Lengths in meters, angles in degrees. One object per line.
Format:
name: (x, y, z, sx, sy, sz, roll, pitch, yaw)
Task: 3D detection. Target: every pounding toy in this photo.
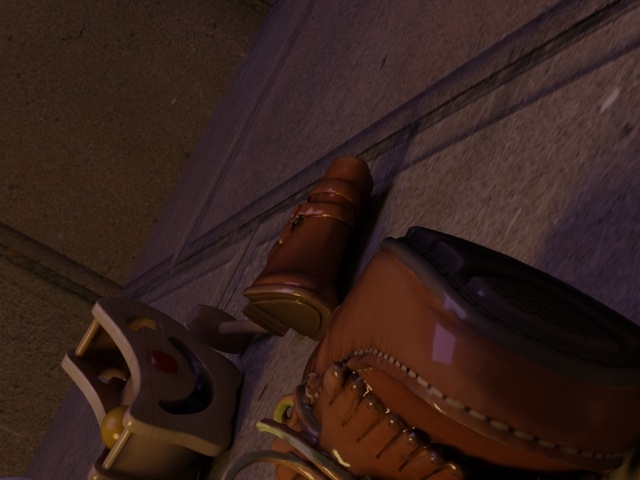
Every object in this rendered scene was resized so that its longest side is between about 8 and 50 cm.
pounding toy: (-0.140, 0.106, 1.619, 0.155, 0.154, 0.269, -58, 10, 21)

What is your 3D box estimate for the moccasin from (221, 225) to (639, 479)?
moccasin: (0.040, 0.084, 0.776, 0.147, 0.139, 0.380, -64, 9, -11)

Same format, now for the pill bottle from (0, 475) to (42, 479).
pill bottle: (-0.298, 0.302, 1.671, 0.160, 0.160, 0.283, -64, 16, -18)

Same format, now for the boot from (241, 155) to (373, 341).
boot: (0.000, 0.000, 1.447, 0.152, 0.073, 0.197, -59, 11, -10)
